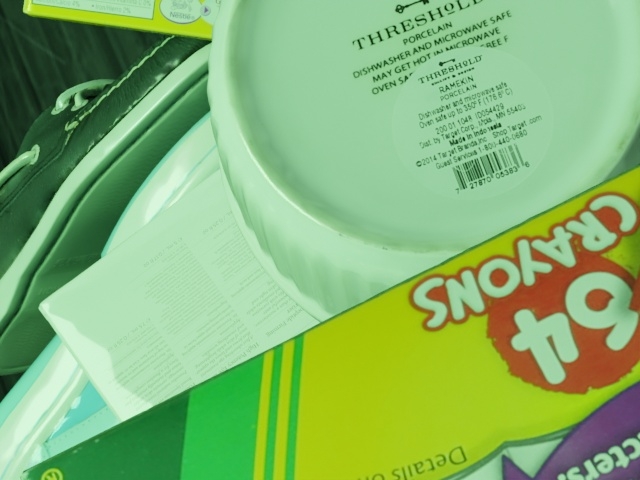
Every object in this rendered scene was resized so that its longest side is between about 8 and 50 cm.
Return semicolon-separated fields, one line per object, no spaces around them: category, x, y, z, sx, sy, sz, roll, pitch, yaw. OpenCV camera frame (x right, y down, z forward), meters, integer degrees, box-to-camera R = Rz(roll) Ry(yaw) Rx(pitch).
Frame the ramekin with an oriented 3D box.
ramekin;0.051;-0.061;0.638;0.207;0.109;0.207;-2;76;8

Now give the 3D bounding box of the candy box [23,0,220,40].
candy box;-0.039;-0.150;0.789;0.027;0.206;0.105;-161;79;-87

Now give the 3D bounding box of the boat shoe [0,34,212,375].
boat shoe;-0.135;-0.038;0.910;0.302;0.114;0.091;-44;64;32

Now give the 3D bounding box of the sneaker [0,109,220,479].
sneaker;-0.030;0.084;0.806;0.208;0.127;0.319;40;104;23

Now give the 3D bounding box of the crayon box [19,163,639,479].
crayon box;0.133;0.138;0.497;0.363;0.106;0.313;-27;60;-4

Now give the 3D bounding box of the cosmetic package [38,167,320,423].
cosmetic package;0.000;0.000;0.720;0.239;0.060;0.099;-37;73;0
